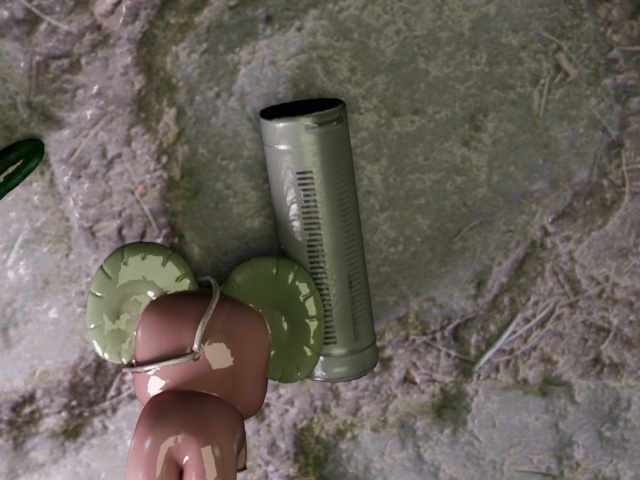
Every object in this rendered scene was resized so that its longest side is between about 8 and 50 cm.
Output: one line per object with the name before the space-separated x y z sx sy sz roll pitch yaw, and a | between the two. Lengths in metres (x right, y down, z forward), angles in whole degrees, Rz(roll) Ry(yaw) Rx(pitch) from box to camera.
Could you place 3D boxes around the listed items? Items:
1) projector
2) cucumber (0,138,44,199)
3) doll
projector | 0.000 0.000 1.834 0.108 0.108 0.338 -11 108 -8
cucumber | -0.437 -0.032 1.764 0.284 0.056 0.056 -34 110 -1
doll | -0.140 0.142 1.792 0.284 0.216 0.268 4 100 2
